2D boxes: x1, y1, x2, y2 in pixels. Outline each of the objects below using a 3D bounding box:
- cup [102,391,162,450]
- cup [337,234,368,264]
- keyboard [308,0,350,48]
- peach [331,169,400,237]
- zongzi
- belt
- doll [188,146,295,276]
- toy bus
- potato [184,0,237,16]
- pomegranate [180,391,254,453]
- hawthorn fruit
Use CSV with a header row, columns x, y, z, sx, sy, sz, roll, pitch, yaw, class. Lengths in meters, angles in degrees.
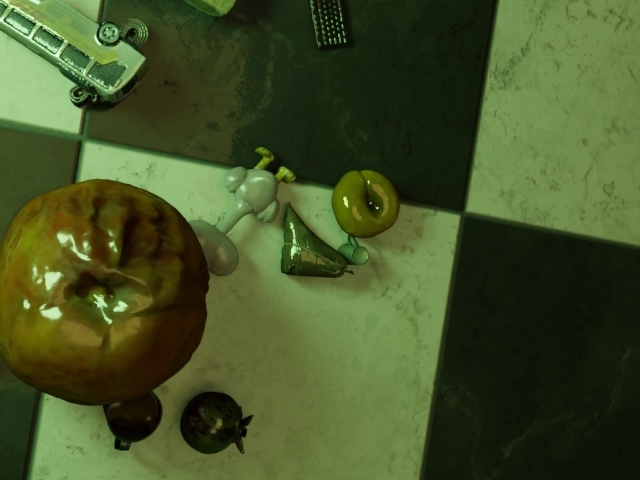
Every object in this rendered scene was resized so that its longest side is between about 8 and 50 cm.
x,y,z,sx,sy,sz,roll,pitch,yaw,class
-0.424,0.374,1.537,0.113,0.138,0.150,44,77,-19,cup
0.085,0.027,1.762,0.054,0.083,0.075,28,81,-21,cup
0.004,-0.627,1.724,0.100,0.018,0.310,-13,98,-23,keyboard
0.111,-0.092,1.754,0.179,0.103,0.179,5,79,-24,peach
0.000,0.000,1.716,0.188,0.081,0.178,4,87,-10,zongzi
-0.452,-0.378,1.529,0.071,0.053,0.232,38,78,-21,belt
-0.201,-0.049,1.632,0.160,0.094,0.365,43,77,-22,doll
-0.522,-0.419,1.438,0.342,0.097,0.138,34,80,-8,toy bus
-0.290,-0.603,1.555,0.269,0.112,0.255,-37,110,-14,potato
-0.234,0.421,1.625,0.169,0.148,0.149,18,86,-29,pomegranate
-0.412,0.099,1.373,0.471,0.471,0.472,-1,94,-23,hawthorn fruit
